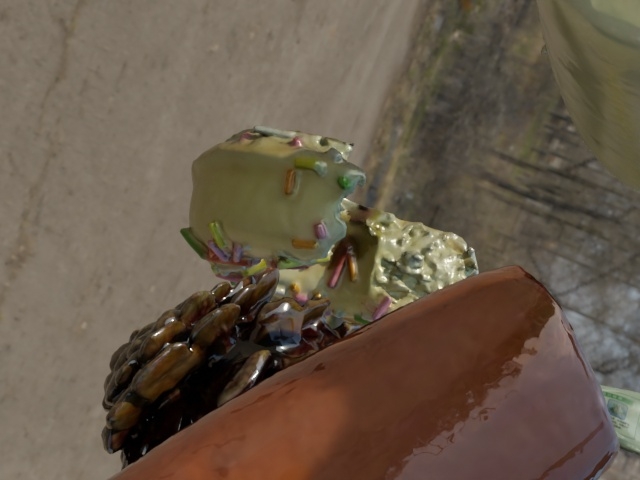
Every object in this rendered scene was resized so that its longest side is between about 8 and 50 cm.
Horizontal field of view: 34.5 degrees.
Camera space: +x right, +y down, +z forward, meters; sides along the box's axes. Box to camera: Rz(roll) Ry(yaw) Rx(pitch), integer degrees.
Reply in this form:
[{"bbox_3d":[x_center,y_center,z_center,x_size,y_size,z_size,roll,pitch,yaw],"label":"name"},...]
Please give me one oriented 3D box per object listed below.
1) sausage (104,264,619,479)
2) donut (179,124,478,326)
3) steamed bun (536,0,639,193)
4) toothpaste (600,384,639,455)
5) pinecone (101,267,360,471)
[{"bbox_3d":[-0.016,0.111,0.393,0.259,0.114,0.113,-31,164,-5],"label":"sausage"},{"bbox_3d":[-0.010,-0.004,1.233,0.371,0.307,0.150,33,69,-50],"label":"donut"},{"bbox_3d":[0.365,-0.222,0.671,0.456,0.290,0.371,-45,160,2],"label":"steamed bun"},{"bbox_3d":[0.186,0.136,0.899,0.041,0.218,0.064,81,30,-42],"label":"toothpaste"},{"bbox_3d":[-0.037,0.124,0.636,0.184,0.205,0.179,-22,154,-35],"label":"pinecone"}]
